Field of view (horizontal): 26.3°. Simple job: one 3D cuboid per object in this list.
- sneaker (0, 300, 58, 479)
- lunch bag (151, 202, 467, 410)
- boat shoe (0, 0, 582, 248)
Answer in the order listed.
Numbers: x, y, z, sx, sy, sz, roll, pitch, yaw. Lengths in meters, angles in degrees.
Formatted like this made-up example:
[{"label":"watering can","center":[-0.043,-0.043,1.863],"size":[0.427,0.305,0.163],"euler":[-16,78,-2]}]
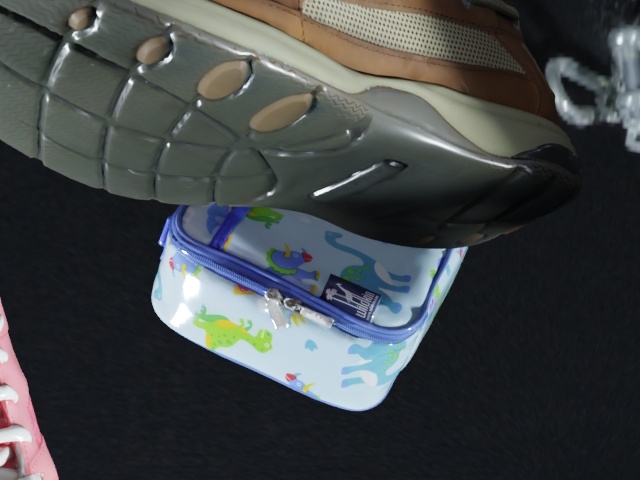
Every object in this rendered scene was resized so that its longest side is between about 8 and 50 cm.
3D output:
[{"label":"sneaker","center":[-0.190,0.068,0.635],"size":[0.116,0.136,0.314],"euler":[-16,-119,-38]},{"label":"lunch bag","center":[0.000,0.000,0.889],"size":[0.176,0.219,0.090],"euler":[25,-54,9]},{"label":"boat shoe","center":[-0.017,-0.081,0.564],"size":[0.122,0.324,0.120],"euler":[-21,-114,37]}]
